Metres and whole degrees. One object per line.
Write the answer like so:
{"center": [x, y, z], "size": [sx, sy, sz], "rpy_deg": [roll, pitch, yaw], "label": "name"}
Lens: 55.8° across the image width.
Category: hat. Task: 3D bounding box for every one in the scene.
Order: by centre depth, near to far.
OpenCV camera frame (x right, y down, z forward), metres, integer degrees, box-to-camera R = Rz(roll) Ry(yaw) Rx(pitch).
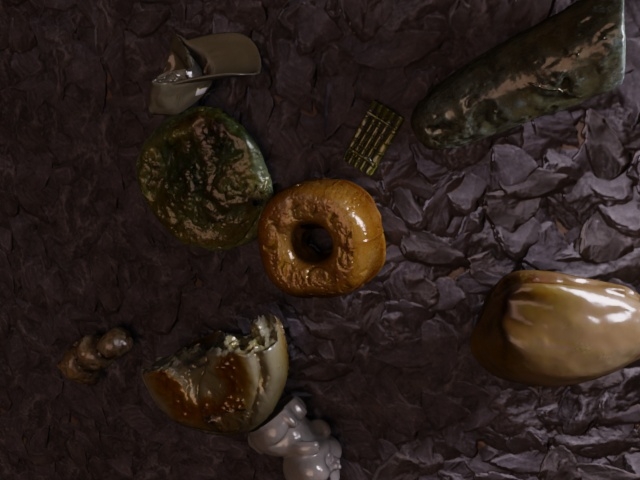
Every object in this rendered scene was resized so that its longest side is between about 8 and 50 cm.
{"center": [-0.198, -0.273, 1.045], "size": [0.173, 0.166, 0.144], "rpy_deg": [15, 137, -8], "label": "hat"}

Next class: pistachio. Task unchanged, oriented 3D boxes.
{"center": [0.368, 0.145, 0.923], "size": [0.261, 0.163, 0.212], "rpy_deg": [10, 131, 4], "label": "pistachio"}

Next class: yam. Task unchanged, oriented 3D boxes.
{"center": [0.279, -0.223, 0.854], "size": [0.330, 0.133, 0.133], "rpy_deg": [-23, 97, 28], "label": "yam"}

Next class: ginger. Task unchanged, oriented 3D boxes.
{"center": [-0.488, 0.248, 1.323], "size": [0.204, 0.080, 0.104], "rpy_deg": [-37, 104, 28], "label": "ginger"}

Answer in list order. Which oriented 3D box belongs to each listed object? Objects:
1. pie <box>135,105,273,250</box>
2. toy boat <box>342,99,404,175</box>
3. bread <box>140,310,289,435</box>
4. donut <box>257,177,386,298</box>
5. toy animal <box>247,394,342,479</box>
{"center": [-0.215, -0.106, 1.111], "size": [0.277, 0.078, 0.277], "rpy_deg": [7, 109, 21], "label": "pie"}
{"center": [0.087, -0.171, 1.008], "size": [0.063, 0.016, 0.115], "rpy_deg": [33, 114, 9], "label": "toy boat"}
{"center": [-0.169, 0.266, 1.151], "size": [0.314, 0.171, 0.192], "rpy_deg": [-25, 94, 26], "label": "bread"}
{"center": [-0.001, -0.002, 1.040], "size": [0.227, 0.114, 0.226], "rpy_deg": [6, 107, 21], "label": "donut"}
{"center": [-0.058, 0.412, 1.178], "size": [0.179, 0.127, 0.193], "rpy_deg": [-26, 96, 28], "label": "toy animal"}
